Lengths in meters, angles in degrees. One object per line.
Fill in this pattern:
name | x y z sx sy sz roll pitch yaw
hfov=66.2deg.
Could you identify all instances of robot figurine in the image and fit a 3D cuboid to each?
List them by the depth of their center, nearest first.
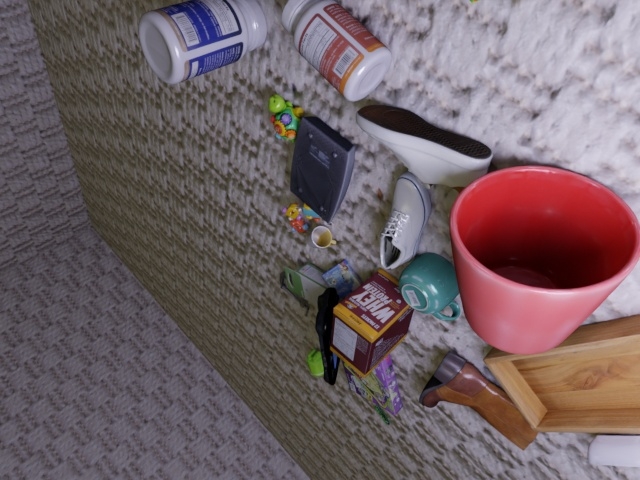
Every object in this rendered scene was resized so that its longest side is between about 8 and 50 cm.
robot figurine | -0.013 0.465 1.852 0.101 0.067 0.115 10 128 38

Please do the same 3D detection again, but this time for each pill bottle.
pill bottle | 0.026 -0.385 0.959 0.216 0.121 0.121 48 147 12
pill bottle | -0.261 -0.469 1.121 0.153 0.264 0.153 33 141 32

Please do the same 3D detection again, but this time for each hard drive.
hard drive | 0.004 -0.178 1.243 0.172 0.054 0.255 42 145 20

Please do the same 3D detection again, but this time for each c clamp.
c clamp | -0.094 0.187 1.742 0.160 0.022 0.137 45 147 14

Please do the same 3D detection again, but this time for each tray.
tray | 0.534 0.268 0.951 0.203 0.076 0.411 54 149 0

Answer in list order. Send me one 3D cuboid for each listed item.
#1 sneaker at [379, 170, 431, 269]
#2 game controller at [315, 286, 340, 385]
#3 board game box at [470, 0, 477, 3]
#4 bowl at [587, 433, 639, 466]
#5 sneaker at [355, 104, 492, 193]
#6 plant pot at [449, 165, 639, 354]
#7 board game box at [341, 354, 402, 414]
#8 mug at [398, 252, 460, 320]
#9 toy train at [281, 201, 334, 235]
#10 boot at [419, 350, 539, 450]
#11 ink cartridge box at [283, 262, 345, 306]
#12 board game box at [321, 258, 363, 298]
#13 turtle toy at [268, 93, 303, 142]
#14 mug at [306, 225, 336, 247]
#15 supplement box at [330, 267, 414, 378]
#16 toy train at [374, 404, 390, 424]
sneaker | 0.184 -0.031 1.108 0.094 0.091 0.258 30 141 33
game controller | 0.031 0.289 1.452 0.067 0.167 0.319 -3 134 6
board game box | 0.206 -0.458 0.729 0.181 0.043 0.092 51 148 5
bowl | 0.600 0.396 0.942 0.142 0.142 0.053 -33 59 55
sneaker | 0.183 -0.169 0.968 0.290 0.106 0.123 34 140 27
plant pot | 0.352 0.051 0.833 0.275 0.275 0.243 32 150 32
board game box | 0.147 0.395 1.600 0.208 0.056 0.347 21 135 47
mug | 0.257 0.114 1.143 0.157 0.097 0.130 37 144 26
toy train | -0.037 -0.072 1.411 0.166 0.046 0.125 -10 139 45
boot | 0.414 0.436 1.283 0.280 0.096 0.264 33 135 18
ink cartridge box | -0.019 0.143 1.564 0.209 0.062 0.109 25 139 38
board game box | 0.063 0.114 1.434 0.090 0.020 0.090 -36 91 30
turtle toy | -0.090 -0.305 1.236 0.095 0.066 0.130 12 129 47
mug | -0.004 0.001 1.400 0.078 0.062 0.064 48 155 -10
supplement box | 0.139 0.219 1.307 0.129 0.191 0.194 36 144 27
toy train | 0.219 0.618 1.740 0.083 0.017 0.023 57 158 -4
